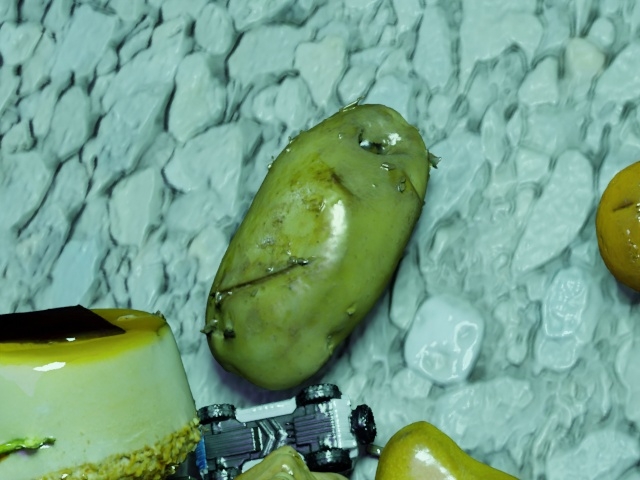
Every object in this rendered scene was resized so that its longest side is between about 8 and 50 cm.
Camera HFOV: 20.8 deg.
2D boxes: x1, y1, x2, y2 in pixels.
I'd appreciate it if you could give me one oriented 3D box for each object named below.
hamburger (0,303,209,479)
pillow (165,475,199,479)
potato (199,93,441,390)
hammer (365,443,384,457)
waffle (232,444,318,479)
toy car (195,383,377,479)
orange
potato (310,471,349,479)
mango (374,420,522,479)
[{"bbox_3d":[-0.255,0.162,1.589,0.294,0.276,0.179,-7,100,-25],"label":"hamburger"},{"bbox_3d":[-0.261,0.315,1.640,0.302,0.075,0.185,-2,68,7],"label":"pillow"},{"bbox_3d":[0.000,0.000,1.665,0.173,0.140,0.300,14,69,56],"label":"potato"},{"bbox_3d":[0.180,0.229,1.618,0.292,0.029,0.058,14,72,17],"label":"hammer"},{"bbox_3d":[-0.083,0.351,1.511,0.308,0.091,0.213,-38,99,13],"label":"waffle"},{"bbox_3d":[-0.033,0.188,1.644,0.171,0.070,0.080,-12,69,8],"label":"toy car"},{"bbox_3d":[0.320,-0.014,1.626,0.135,0.117,0.135,-5,105,-19],"label":"orange"},{"bbox_3d":[-0.033,0.284,1.592,0.178,0.118,0.109,-48,34,6],"label":"potato"},{"bbox_3d":[0.150,0.278,1.560,0.157,0.109,0.262,-46,71,10],"label":"mango"}]
